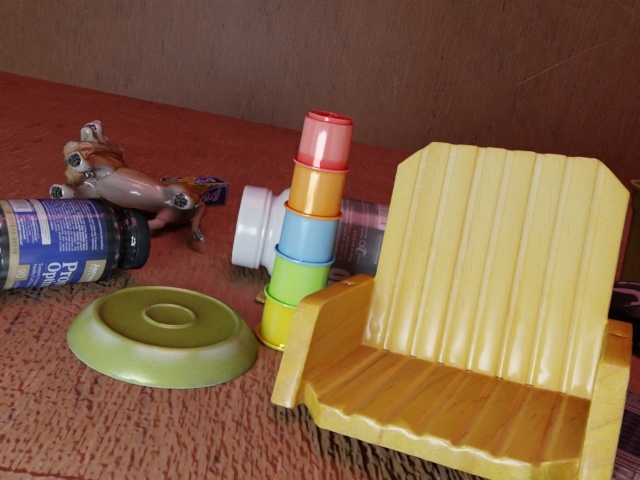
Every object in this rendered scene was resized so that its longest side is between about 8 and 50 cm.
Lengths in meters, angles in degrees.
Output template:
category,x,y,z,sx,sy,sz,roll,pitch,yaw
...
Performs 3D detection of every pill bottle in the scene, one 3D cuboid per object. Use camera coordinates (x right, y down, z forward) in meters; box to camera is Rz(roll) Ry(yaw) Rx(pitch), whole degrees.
category,x,y,z,sx,sy,sz,roll,pitch,yaw
pill bottle,-0.360,0.001,0.927,0.219,0.123,0.122,-3,23,-41
pill bottle,0.000,0.000,1.117,0.283,0.161,0.161,10,17,-5

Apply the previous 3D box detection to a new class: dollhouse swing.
category,x,y,z,sx,sy,sz,roll,pitch,yaw
dollhouse swing,0.174,0.046,0.748,0.346,0.305,0.315,11,10,24

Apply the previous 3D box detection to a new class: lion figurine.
category,x,y,z,sx,sy,sz,roll,pitch,yaw
lion figurine,-0.358,-0.100,1.294,0.392,0.142,0.240,29,12,7

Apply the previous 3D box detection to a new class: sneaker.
category,x,y,z,sx,sy,sz,roll,pitch,yaw
sneaker,0.583,0.155,1.134,0.286,0.109,0.130,18,24,25

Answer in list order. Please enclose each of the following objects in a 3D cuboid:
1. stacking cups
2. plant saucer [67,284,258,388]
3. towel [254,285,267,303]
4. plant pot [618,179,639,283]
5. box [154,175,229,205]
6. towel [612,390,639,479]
category,x,y,z,sx,sy,sz,roll,pitch,yaw
stacking cups,-0.014,-0.012,0.881,0.095,0.317,0.096,11,15,-3
plant saucer,-0.195,0.110,0.841,0.240,0.037,0.241,11,16,-3
towel,-0.059,0.093,1.035,0.083,0.010,0.060,15,16,11
plant pot,0.758,0.031,1.388,0.275,0.254,0.276,11,16,-3
box,-0.283,-0.108,1.452,0.059,0.054,0.168,24,21,35
towel,0.405,0.269,0.747,0.324,0.056,0.312,20,16,33
